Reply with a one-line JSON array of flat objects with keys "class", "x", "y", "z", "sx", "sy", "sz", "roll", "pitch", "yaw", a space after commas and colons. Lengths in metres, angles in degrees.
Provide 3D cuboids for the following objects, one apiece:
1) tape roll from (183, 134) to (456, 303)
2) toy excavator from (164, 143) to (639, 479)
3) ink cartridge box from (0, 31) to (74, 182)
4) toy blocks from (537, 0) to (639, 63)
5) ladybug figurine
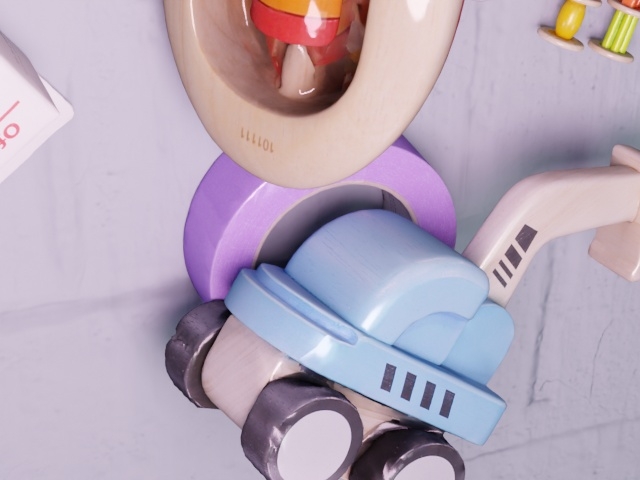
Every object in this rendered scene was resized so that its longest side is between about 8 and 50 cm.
[{"class": "tape roll", "x": 0.000, "y": 0.000, "z": 1.905, "sx": 0.275, "sy": 0.090, "sz": 0.275, "roll": -13, "pitch": 126, "yaw": -19}, {"class": "toy excavator", "x": 0.133, "y": 0.056, "z": 1.835, "sx": 0.433, "sy": 0.222, "sz": 0.445, "roll": 26, "pitch": 98, "yaw": -38}, {"class": "ink cartridge box", "x": -0.379, "y": -0.130, "z": 1.611, "sx": 0.207, "sy": 0.119, "sz": 0.353, "roll": -43, "pitch": 129, "yaw": 4}, {"class": "toy blocks", "x": 0.303, "y": -0.267, "z": 1.902, "sx": 0.123, "sy": 0.054, "sz": 0.148, "roll": 8, "pitch": 114, "yaw": -32}, {"class": "ladybug figurine", "x": 0.010, "y": -0.265, "z": 1.633, "sx": 0.162, "sy": 0.305, "sz": 0.449, "roll": -30, "pitch": 141, "yaw": -49}]
